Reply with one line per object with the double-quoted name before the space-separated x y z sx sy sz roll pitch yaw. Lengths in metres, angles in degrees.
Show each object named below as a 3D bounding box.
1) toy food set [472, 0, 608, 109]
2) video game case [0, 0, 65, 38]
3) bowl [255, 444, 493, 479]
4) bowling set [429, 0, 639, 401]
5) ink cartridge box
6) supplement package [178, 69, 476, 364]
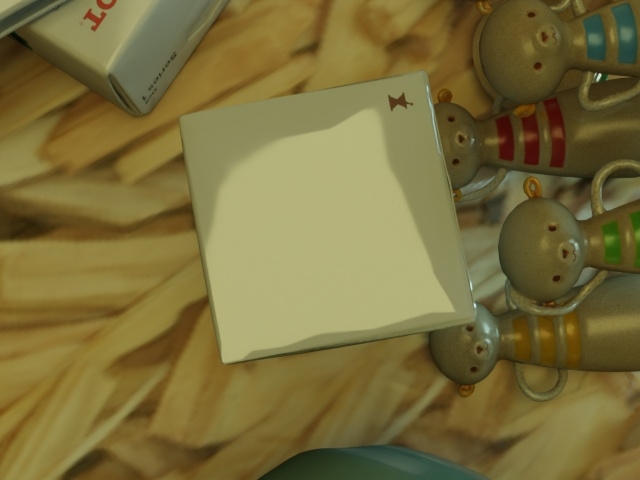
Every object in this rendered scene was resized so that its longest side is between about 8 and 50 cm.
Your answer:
"toy food set" 0.132 -0.112 0.521 0.083 0.020 0.082 35 83 3
"video game case" -0.209 -0.187 0.424 0.285 0.025 0.204 -31 86 -2
"bowl" 0.044 0.206 0.367 0.311 0.311 0.163 40 64 3
"bowling set" 0.126 -0.055 0.415 0.154 0.200 0.287 -6 89 0
"ink cartridge box" -0.153 -0.198 0.485 0.219 0.092 0.160 32 84 2
"supplement package" 0.000 0.000 0.424 0.105 0.179 0.105 -10 83 -3
